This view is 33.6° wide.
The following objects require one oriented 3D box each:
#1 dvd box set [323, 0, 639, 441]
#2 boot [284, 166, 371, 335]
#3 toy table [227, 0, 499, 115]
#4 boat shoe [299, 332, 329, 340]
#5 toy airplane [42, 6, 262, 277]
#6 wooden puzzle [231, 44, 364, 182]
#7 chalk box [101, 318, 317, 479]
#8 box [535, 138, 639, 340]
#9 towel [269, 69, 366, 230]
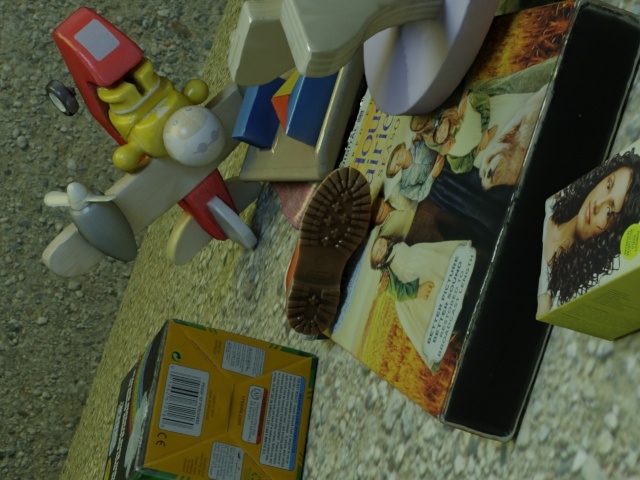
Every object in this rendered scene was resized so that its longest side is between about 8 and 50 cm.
[{"bbox_3d":[0.098,-0.036,0.909,0.420,0.062,0.307,-154,82,-74],"label":"dvd box set"},{"bbox_3d":[0.000,0.000,0.981,0.084,0.059,0.157,-109,37,-71],"label":"boot"},{"bbox_3d":[0.030,-0.213,0.821,0.252,0.161,0.274,-115,31,-46],"label":"toy table"},{"bbox_3d":[-0.007,0.072,1.185,0.142,0.040,0.049,-106,28,-63],"label":"boat shoe"},{"bbox_3d":[-0.208,-0.129,1.556,0.272,0.384,0.386,9,94,61],"label":"toy airplane"},{"bbox_3d":[-0.024,-0.236,1.378,0.348,0.081,0.322,4,76,70],"label":"wooden puzzle"},{"bbox_3d":[-0.145,0.237,1.230,0.289,0.179,0.180,131,151,-57],"label":"chalk box"},{"bbox_3d":[0.200,-0.019,0.556,0.232,0.058,0.087,137,147,-59],"label":"box"},{"bbox_3d":[0.009,-0.195,1.422,0.237,0.037,0.329,-121,51,-68],"label":"towel"}]
